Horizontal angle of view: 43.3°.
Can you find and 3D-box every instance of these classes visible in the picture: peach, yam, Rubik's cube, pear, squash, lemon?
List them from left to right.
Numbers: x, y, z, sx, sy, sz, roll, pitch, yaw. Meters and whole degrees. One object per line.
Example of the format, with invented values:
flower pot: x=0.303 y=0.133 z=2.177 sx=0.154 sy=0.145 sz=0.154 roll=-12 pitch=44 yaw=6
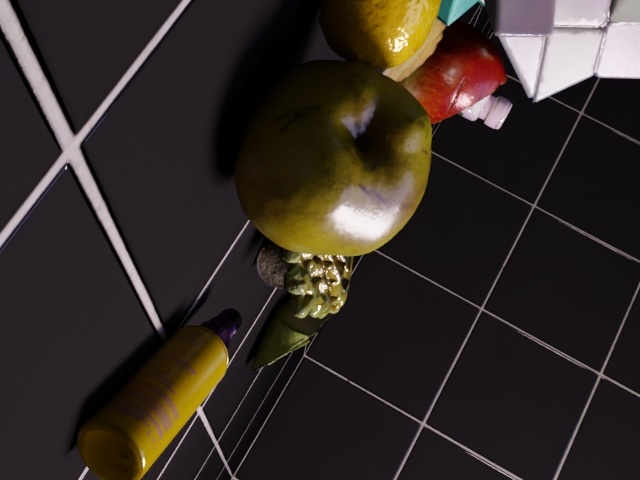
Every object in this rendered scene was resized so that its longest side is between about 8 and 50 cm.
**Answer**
squash: x=-0.084 y=0.186 z=1.650 sx=0.184 sy=0.085 sz=0.192 roll=-33 pitch=180 yaw=19
yam: x=-0.038 y=0.014 z=1.212 sx=0.079 sy=0.079 sz=0.141 roll=-65 pitch=169 yaw=27
pear: x=0.010 y=-0.076 z=0.781 sx=0.200 sy=0.200 sz=0.200 roll=-60 pitch=173 yaw=-12
lemon: x=0.059 y=-0.234 z=0.767 sx=0.114 sy=0.114 sz=0.155 roll=-50 pitch=163 yaw=-58
peach: x=0.231 y=-0.296 z=1.446 sx=0.190 sy=0.192 sz=0.190 roll=-48 pitch=162 yaw=-22
Rubik's cube: x=0.404 y=-0.442 z=1.326 sx=0.387 sy=0.358 sz=0.368 roll=-90 pitch=179 yaw=-52

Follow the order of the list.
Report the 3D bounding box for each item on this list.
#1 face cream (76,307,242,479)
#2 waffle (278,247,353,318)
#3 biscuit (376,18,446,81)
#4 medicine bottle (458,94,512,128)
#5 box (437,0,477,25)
face cream: x=-0.157 y=0.151 z=0.887 sx=0.078 sy=0.078 sz=0.273 roll=-65 pitch=172 yaw=31
waffle: x=0.002 y=0.000 z=1.139 sx=0.204 sy=0.054 sz=0.223 roll=5 pitch=85 yaw=-65
biscuit: x=0.124 y=-0.294 z=1.181 sx=0.118 sy=0.061 sz=0.183 roll=-33 pitch=167 yaw=-13
medicine bottle: x=0.272 y=-0.298 z=1.606 sx=0.078 sy=0.219 sz=0.115 roll=-63 pitch=174 yaw=15
box: x=0.187 y=-0.391 z=0.845 sx=0.205 sy=0.118 sz=0.311 roll=-42 pitch=169 yaw=-10
